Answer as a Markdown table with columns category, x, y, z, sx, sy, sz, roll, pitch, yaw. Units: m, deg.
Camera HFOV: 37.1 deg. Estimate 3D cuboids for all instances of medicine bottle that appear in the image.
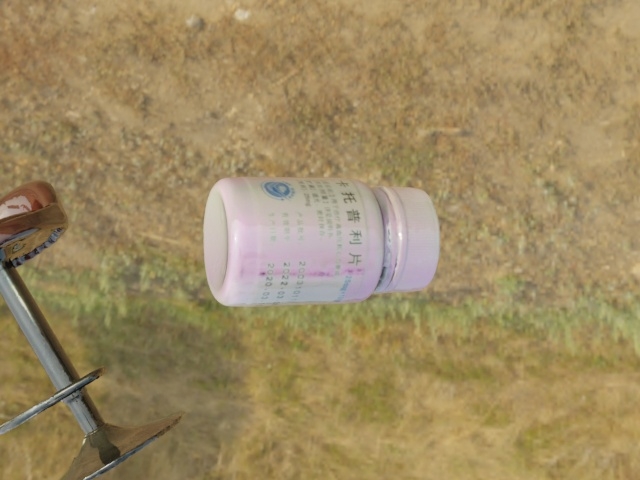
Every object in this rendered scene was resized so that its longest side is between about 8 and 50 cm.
| category | x | y | z | sx | sy | sz | roll | pitch | yaw |
| --- | --- | --- | --- | --- | --- | --- | --- | --- | --- |
| medicine bottle | 0.000 | 0.000 | 1.117 | 0.254 | 0.152 | 0.152 | -2 | 148 | -20 |

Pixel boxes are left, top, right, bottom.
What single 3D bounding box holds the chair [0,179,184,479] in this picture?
| category | x | y | z | sx | sy | sz | roll | pitch | yaw |
| --- | --- | --- | --- | --- | --- | --- | --- | --- | --- |
| chair | -0.372 | 0.119 | 1.256 | 0.226 | 0.226 | 0.401 | -32 | 87 | 42 |
